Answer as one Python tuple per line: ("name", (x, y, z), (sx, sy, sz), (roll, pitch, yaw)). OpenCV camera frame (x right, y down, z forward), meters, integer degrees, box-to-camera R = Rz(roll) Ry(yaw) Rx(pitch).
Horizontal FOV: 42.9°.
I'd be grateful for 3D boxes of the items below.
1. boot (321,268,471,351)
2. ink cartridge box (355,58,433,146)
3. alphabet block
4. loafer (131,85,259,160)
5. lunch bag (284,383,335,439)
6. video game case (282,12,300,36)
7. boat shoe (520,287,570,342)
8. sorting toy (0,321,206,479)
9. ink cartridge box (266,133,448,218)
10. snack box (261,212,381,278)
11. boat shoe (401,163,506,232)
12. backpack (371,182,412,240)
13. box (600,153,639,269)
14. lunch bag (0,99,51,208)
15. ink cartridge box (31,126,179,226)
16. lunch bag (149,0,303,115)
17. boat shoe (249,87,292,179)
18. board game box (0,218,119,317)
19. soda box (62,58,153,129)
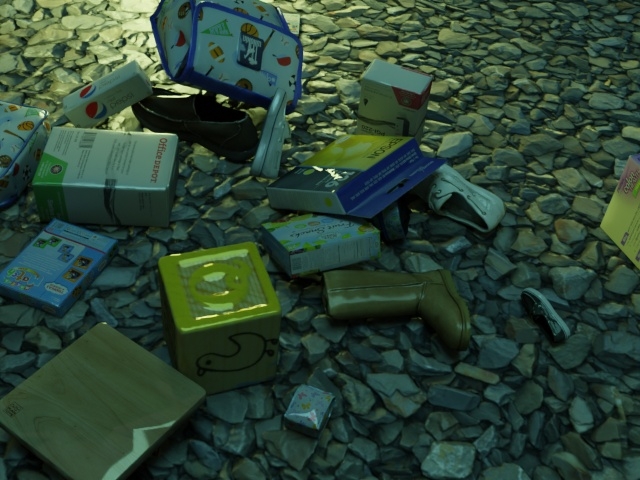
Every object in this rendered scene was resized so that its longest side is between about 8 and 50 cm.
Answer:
("boot", (0.146, 0.140, 1.640), (0.269, 0.089, 0.236), (0, 31, -9))
("ink cartridge box", (0.179, -0.321, 2.034), (0.158, 0.218, 0.092), (20, 50, 15))
("alphabet block", (-0.189, 0.146, 1.508), (0.192, 0.197, 0.193), (-12, 46, -18))
("loafer", (-0.309, -0.324, 2.044), (0.366, 0.130, 0.134), (20, 45, 15))
("lunch bag", (-0.018, 0.305, 1.465), (0.071, 0.053, 0.083), (16, 53, 14))
("video game case", (-0.109, -0.669, 2.524), (0.087, 0.011, 0.122), (5, 43, -3))
("boat shoe", (0.457, 0.154, 1.685), (0.040, 0.049, 0.142), (-18, 50, -23))
("sorting toy", (-0.374, 0.301, 1.399), (0.257, 0.089, 0.255), (28, 47, 22))
("ink cartridge box", (0.082, -0.156, 1.869), (0.307, 0.072, 0.303), (6, 32, 44))
("snack box", (0.000, 0.000, 1.742), (0.207, 0.070, 0.174), (-14, 25, -18))
("boat shoe", (0.293, -0.105, 1.905), (0.277, 0.098, 0.096), (27, 46, 20))
("backpack", (0.157, -0.057, 1.838), (0.084, 0.105, 0.114), (-11, 39, 14))
("box", (0.769, -0.043, 1.810), (0.117, 0.213, 0.243), (-12, 45, -18))
("lunch bag", (-0.772, -0.211, 1.885), (0.243, 0.115, 0.303), (10, 44, 7))
("ink cartridge box", (-0.473, -0.143, 1.837), (0.289, 0.121, 0.211), (3, 43, -3))
("lunch bag", (-0.234, -0.496, 2.100), (0.328, 0.239, 0.385), (14, 39, -31))
("boat shoe", (-0.107, -0.255, 1.982), (0.076, 0.226, 0.083), (17, -3, -10))
("board game box", (-0.542, 0.052, 1.682), (0.160, 0.039, 0.211), (18, 44, 13))
("soda box", (-0.532, -0.361, 2.035), (0.216, 0.074, 0.069), (-27, 46, 6))
